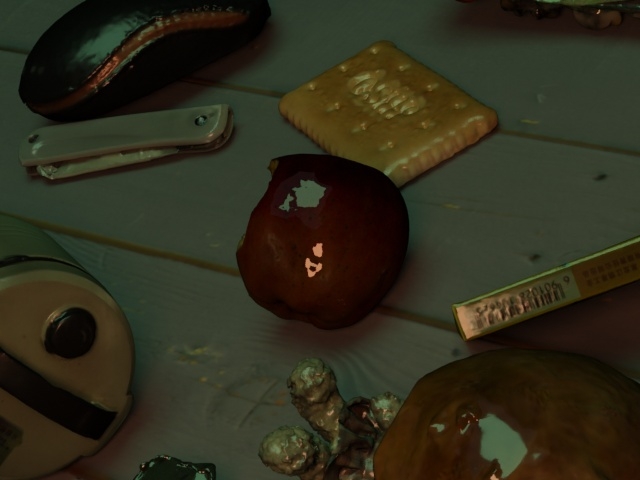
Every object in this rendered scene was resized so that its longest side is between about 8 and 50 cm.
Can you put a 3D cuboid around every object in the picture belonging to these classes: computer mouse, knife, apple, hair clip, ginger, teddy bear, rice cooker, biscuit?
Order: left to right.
[{"bbox_3d":[-0.296,0.103,1.787,0.226,0.226,0.244,-34,31,-17],"label":"rice cooker"},{"bbox_3d":[-0.225,-0.111,2.190,0.265,0.041,0.073,-8,45,19],"label":"knife"},{"bbox_3d":[-0.214,-0.247,2.277,0.323,0.116,0.183,-28,29,-15],"label":"computer mouse"},{"bbox_3d":[0.005,0.003,1.815,0.147,0.156,0.158,-2,68,28],"label":"apple"},{"bbox_3d":[0.069,-0.140,2.071,0.160,0.030,0.249,-31,36,-12],"label":"biscuit"},{"bbox_3d":[0.054,0.194,1.585,0.213,0.111,0.133,21,54,11],"label":"teddy bear"},{"bbox_3d":[0.166,0.175,1.419,0.269,0.223,0.200,-41,47,-19],"label":"ginger"},{"bbox_3d":[0.262,-0.288,2.119,0.321,0.091,0.138,15,40,26],"label":"hair clip"}]

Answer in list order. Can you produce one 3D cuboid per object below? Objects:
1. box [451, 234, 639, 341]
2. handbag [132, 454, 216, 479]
[{"bbox_3d":[0.248,0.025,1.670,0.279,0.041,0.153,-20,-4,3],"label":"box"},{"bbox_3d":[-0.117,0.300,1.544,0.247,0.079,0.260,16,47,40],"label":"handbag"}]
